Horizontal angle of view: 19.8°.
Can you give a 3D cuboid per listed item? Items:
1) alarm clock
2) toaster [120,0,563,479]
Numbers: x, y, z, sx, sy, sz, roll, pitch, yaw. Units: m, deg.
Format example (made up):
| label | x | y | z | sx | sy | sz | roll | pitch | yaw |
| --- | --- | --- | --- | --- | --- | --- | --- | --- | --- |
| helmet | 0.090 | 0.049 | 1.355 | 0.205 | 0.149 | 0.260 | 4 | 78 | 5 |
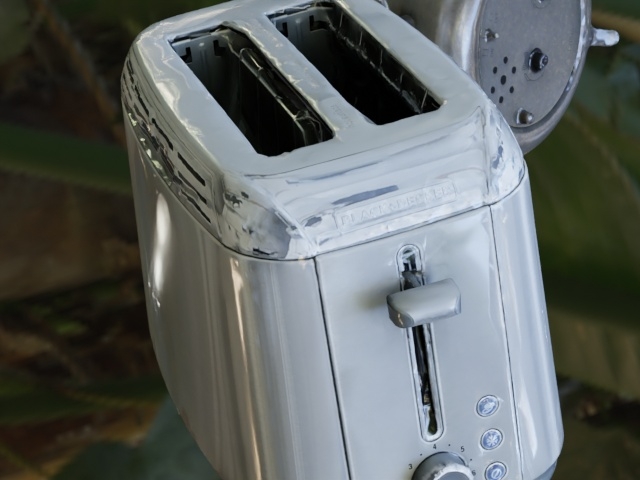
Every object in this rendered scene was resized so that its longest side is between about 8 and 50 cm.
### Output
| label | x | y | z | sx | sy | sz | roll | pitch | yaw |
| --- | --- | --- | --- | --- | --- | --- | --- | --- | --- |
| alarm clock | 0.070 | -0.101 | 0.881 | 0.064 | 0.192 | 0.129 | 15 | -75 | 40 |
| toaster | 0.000 | 0.000 | 0.687 | 0.227 | 0.129 | 0.146 | -127 | -154 | -55 |
